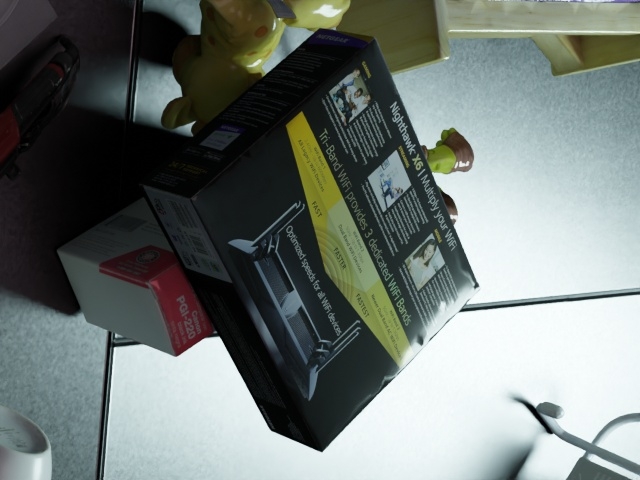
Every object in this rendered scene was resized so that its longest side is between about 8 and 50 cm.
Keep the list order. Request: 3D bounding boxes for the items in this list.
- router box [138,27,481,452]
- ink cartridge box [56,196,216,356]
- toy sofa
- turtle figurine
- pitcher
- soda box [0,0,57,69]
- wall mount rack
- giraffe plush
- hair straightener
[{"bbox_3d":[0.000,0.000,1.630,0.243,0.081,0.309,-43,126,-26],"label":"router box"},{"bbox_3d":[-0.114,0.006,1.695,0.218,0.158,0.092,-35,122,-30],"label":"ink cartridge box"},{"bbox_3d":[0.184,-0.264,1.867,0.362,0.150,0.177,-6,88,-41],"label":"toy sofa"},{"bbox_3d":[0.067,-0.071,1.886,0.217,0.087,0.270,-7,106,-41],"label":"turtle figurine"},{"bbox_3d":[-0.313,0.250,1.606,0.207,0.125,0.177,-59,156,15],"label":"pitcher"},{"bbox_3d":[-0.339,-0.271,1.457,0.091,0.098,0.286,-47,129,-23],"label":"soda box"},{"bbox_3d":[0.336,0.342,2.094,0.350,0.304,0.130,-56,139,-16],"label":"wall mount rack"},{"bbox_3d":[-0.079,-0.185,1.683,0.181,0.210,0.170,14,120,-14],"label":"giraffe plush"},{"bbox_3d":[-0.280,-0.097,1.585,0.230,0.047,0.089,-61,178,-34],"label":"hair straightener"}]
